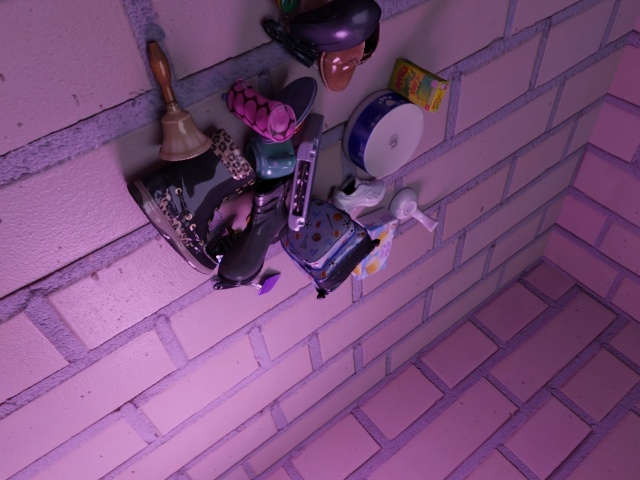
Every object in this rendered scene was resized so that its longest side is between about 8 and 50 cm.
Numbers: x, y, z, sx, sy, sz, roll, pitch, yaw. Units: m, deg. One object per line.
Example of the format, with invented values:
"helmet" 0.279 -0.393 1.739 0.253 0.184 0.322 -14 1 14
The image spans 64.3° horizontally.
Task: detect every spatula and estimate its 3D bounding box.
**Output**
"spatula" -0.246 0.151 1.719 0.296 0.030 0.084 5 123 -49

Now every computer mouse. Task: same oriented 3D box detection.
"computer mouse" 0.016 -0.473 1.177 0.188 0.272 0.072 22 67 -51

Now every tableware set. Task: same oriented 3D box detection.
"tableware set" -0.219 -0.034 1.568 0.154 0.024 0.104 -15 135 -37

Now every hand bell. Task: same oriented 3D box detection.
"hand bell" -0.333 -0.312 1.121 0.126 0.126 0.242 -29 130 -24

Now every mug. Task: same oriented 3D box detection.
"mug" -0.135 -0.231 1.347 0.097 0.130 0.157 -18 177 -23

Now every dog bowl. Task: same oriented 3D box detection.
"dog bowl" 0.205 -0.340 1.638 0.264 0.104 0.265 -28 142 -25

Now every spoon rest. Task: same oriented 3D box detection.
"spoon rest" 0.375 -0.122 2.084 0.276 0.084 0.137 29 101 -41

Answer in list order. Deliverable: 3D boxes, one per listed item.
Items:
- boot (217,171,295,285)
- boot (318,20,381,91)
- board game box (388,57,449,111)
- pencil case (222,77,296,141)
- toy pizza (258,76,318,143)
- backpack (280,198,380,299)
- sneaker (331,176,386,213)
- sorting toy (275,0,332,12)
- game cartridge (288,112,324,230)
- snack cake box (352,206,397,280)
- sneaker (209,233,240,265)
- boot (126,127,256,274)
"boot" -0.180 -0.051 1.407 0.338 0.118 0.223 -62 167 -47
"boot" 0.076 -0.481 1.313 0.112 0.115 0.305 -30 160 -22
"board game box" 0.291 -0.469 1.531 0.043 0.181 0.092 -14 134 -38
"pencil case" -0.142 -0.310 1.204 0.095 0.209 0.098 -17 128 -35
"toy pizza" -0.078 -0.322 1.273 0.032 0.201 0.201 36 97 -36
"backpack" 0.000 0.000 1.628 0.276 0.263 0.213 -43 140 -12
"sneaker" 0.138 -0.173 1.754 0.232 0.090 0.115 -27 138 -28
"sorting toy" 0.011 -0.610 1.205 0.274 0.046 0.132 -17 136 -39
"game cartridge" -0.041 -0.200 1.458 0.062 0.198 0.297 8 130 -3
"snack cake box" 0.201 0.015 2.008 0.152 0.089 0.265 -23 139 -30
"sneaker" -0.297 0.035 1.526 0.162 0.064 0.073 -29 163 2
"boot" -0.292 -0.093 1.340 0.284 0.138 0.377 -40 140 -10
